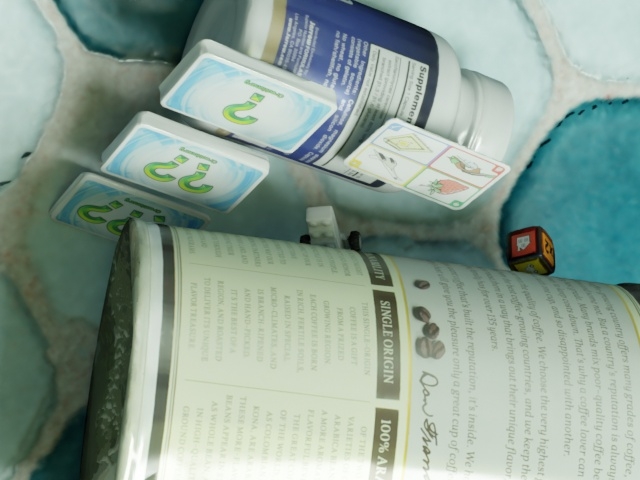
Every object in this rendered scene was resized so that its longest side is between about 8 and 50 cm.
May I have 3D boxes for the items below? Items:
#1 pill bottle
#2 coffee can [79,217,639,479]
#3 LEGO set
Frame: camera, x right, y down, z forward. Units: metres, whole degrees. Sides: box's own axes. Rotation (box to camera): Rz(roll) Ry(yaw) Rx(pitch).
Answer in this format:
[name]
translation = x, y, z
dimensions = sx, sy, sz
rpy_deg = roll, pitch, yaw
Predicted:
[pill bottle]
translation = 0.016, -0.080, 0.973
dimensions = 0.169, 0.094, 0.094
rpy_deg = 18, 97, -24
[coffee can]
translation = 0.027, 0.104, 0.904
dimensions = 0.275, 0.201, 0.201
rpy_deg = 8, 102, -12
[LEGO set]
translation = 0.000, 0.000, 0.955
dimensions = 0.244, 0.182, 0.060
rpy_deg = 20, 53, -25
